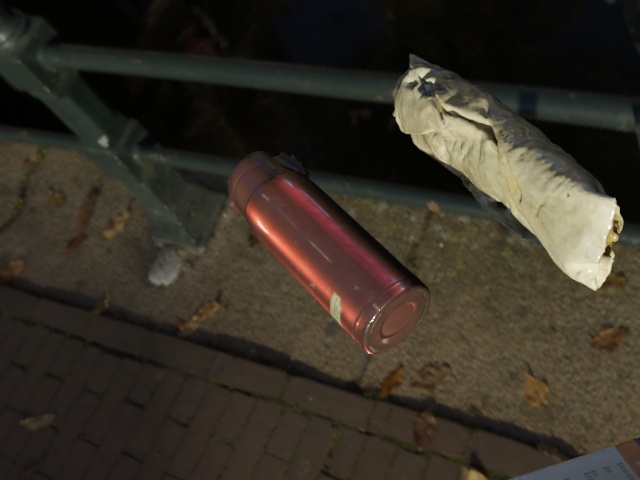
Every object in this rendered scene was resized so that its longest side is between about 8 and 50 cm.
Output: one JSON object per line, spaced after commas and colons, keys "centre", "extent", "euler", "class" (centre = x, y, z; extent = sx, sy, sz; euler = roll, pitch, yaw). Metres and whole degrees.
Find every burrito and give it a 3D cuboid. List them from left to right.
{"centre": [0.178, -0.081, 1.030], "extent": [0.076, 0.117, 0.392], "euler": [-13, 34, -20], "class": "burrito"}

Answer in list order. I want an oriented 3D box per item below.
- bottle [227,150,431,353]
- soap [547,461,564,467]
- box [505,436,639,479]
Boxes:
{"centre": [0.000, 0.000, 0.662], "extent": [0.060, 0.060, 0.164], "euler": [-44, 58, -4], "class": "bottle"}
{"centre": [0.474, 0.386, 1.627], "extent": [0.198, 0.114, 0.063], "euler": [-35, 44, 52], "class": "soap"}
{"centre": [0.220, 0.269, 0.760], "extent": [0.299, 0.106, 0.200], "euler": [-14, 32, -10], "class": "box"}
